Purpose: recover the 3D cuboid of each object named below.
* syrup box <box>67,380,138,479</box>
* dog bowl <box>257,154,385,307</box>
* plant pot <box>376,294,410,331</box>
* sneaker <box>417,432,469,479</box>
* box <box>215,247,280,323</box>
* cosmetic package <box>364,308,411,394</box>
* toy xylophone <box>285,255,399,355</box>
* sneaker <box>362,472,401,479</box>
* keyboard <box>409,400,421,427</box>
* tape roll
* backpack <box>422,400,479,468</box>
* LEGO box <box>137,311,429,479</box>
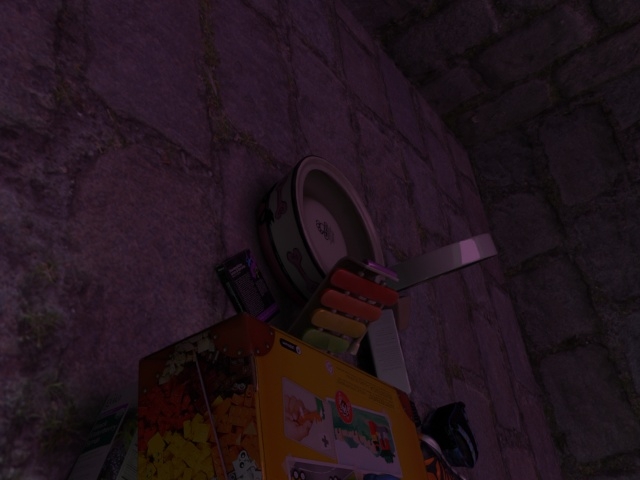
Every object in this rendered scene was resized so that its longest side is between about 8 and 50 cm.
[{"bbox_3d":[-0.277,0.317,0.849,0.096,0.093,0.237,50,31,-29],"label":"syrup box"},{"bbox_3d":[0.000,0.000,1.555,0.408,0.150,0.408,41,37,-40],"label":"dog bowl"},{"bbox_3d":[0.208,0.220,1.817,0.109,0.108,0.096,-4,85,-62],"label":"plant pot"},{"bbox_3d":[0.312,0.687,1.627,0.321,0.124,0.180,49,34,-10],"label":"sneaker"},{"bbox_3d":[-0.154,0.107,1.318,0.162,0.029,0.116,65,26,-5],"label":"box"},{"bbox_3d":[0.180,0.315,1.657,0.117,0.085,0.231,78,-1,-68],"label":"cosmetic package"},{"bbox_3d":[0.057,0.173,1.368,0.236,0.323,0.081,15,23,-36],"label":"toy xylophone"},{"bbox_3d":[0.107,0.378,0.837,0.188,0.067,0.078,46,49,-41],"label":"sneaker"},{"bbox_3d":[0.238,0.504,1.724,0.180,0.023,0.108,20,52,-54],"label":"keyboard"},{"bbox_3d":[0.339,0.079,1.845,0.392,0.391,0.072,-3,71,-62],"label":"tape roll"},{"bbox_3d":[0.400,0.596,1.838,0.173,0.116,0.158,64,26,-2],"label":"backpack"},{"bbox_3d":[-0.016,0.374,0.893,0.500,0.193,0.373,37,35,-48],"label":"LEGO box"}]
